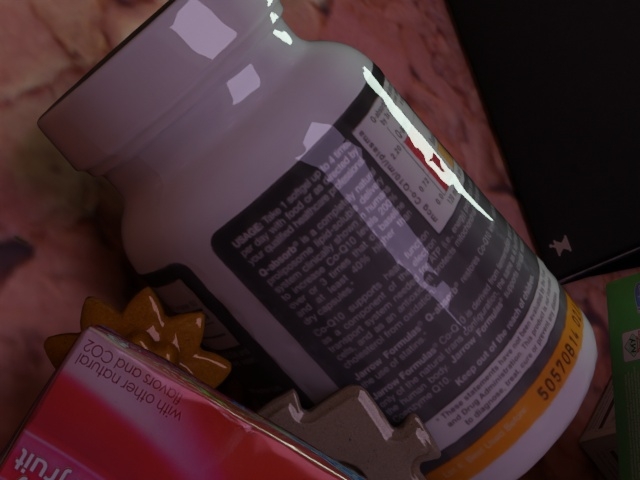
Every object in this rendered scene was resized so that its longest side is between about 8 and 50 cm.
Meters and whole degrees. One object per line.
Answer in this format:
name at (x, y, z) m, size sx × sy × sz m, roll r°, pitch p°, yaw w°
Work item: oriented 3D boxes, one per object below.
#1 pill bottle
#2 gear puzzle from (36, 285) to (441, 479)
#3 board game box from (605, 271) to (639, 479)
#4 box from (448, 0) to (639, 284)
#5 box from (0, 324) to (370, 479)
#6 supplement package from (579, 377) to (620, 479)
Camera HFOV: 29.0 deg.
pill bottle at (0.000, 0.000, 0.630) m, size 0.278 × 0.162 × 0.162 m, roll 49°, pitch 45°, yaw -14°
gear puzzle at (-0.005, 0.163, 0.554) m, size 0.339 × 0.175 × 0.044 m, roll 57°, pitch 0°, yaw -5°
board game box at (0.259, 0.185, 0.682) m, size 0.213 × 0.046 × 0.317 m, roll 11°, pitch 70°, yaw -30°
box at (0.275, -0.144, 0.948) m, size 0.294 × 0.182 × 0.296 m, roll -9°, pitch 76°, yaw -44°
box at (-0.011, 0.149, 0.472) m, size 0.257 × 0.122 × 0.128 m, roll 32°, pitch 83°, yaw -5°
supplement package at (0.345, 0.161, 0.885) m, size 0.262 × 0.145 × 0.204 m, roll 52°, pitch 44°, yaw -11°
